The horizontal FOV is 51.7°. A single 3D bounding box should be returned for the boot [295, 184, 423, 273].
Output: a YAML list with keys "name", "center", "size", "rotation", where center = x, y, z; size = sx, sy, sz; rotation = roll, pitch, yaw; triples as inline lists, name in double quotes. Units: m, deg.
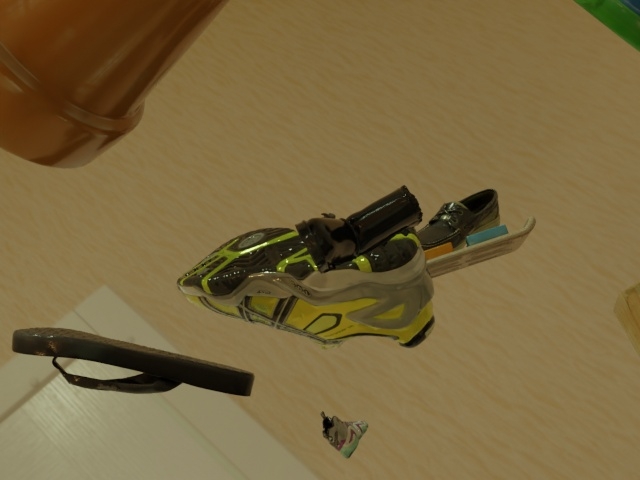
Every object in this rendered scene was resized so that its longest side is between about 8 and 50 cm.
- name: "boot"
  center: [0.036, -0.012, 0.547]
  size: [0.099, 0.045, 0.121]
  rotation: [-27, -10, 3]

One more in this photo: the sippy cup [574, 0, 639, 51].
- name: "sippy cup"
  center: [0.462, -0.418, 0.931]
  size: [0.305, 0.240, 0.224]
  rotation: [4, -47, -45]

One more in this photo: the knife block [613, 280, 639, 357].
- name: "knife block"
  center: [0.377, 0.137, 0.622]
  size: [0.276, 0.088, 0.242]
  rotation: [92, -174, -71]

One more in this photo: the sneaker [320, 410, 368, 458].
- name: "sneaker"
  center: [0.029, 0.270, 0.960]
  size: [0.038, 0.069, 0.098]
  rotation: [-57, -10, 11]

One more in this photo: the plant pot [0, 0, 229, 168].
- name: "plant pot"
  center: [-0.177, -0.189, 0.509]
  size: [0.188, 0.205, 0.205]
  rotation: [-29, -16, 19]

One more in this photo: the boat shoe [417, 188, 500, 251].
- name: "boat shoe"
  center: [0.224, -0.032, 1.110]
  size: [0.223, 0.080, 0.073]
  rotation: [-23, -60, -36]

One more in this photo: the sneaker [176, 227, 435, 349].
- name: "sneaker"
  center: [-0.035, 0.071, 0.818]
  size: [0.145, 0.384, 0.147]
  rotation: [-43, -62, -39]

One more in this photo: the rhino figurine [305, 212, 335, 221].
- name: "rhino figurine"
  center: [0.000, 0.000, 1.744]
  size: [0.106, 0.073, 0.243]
  rotation: [-21, -28, -15]

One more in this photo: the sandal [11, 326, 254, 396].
- name: "sandal"
  center: [-0.188, 0.138, 0.683]
  size: [0.097, 0.254, 0.055]
  rotation: [-4, 69, 64]

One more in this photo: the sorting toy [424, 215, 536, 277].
- name: "sorting toy"
  center: [0.206, 0.021, 0.965]
  size: [0.208, 0.038, 0.193]
  rotation: [-24, -12, 8]
